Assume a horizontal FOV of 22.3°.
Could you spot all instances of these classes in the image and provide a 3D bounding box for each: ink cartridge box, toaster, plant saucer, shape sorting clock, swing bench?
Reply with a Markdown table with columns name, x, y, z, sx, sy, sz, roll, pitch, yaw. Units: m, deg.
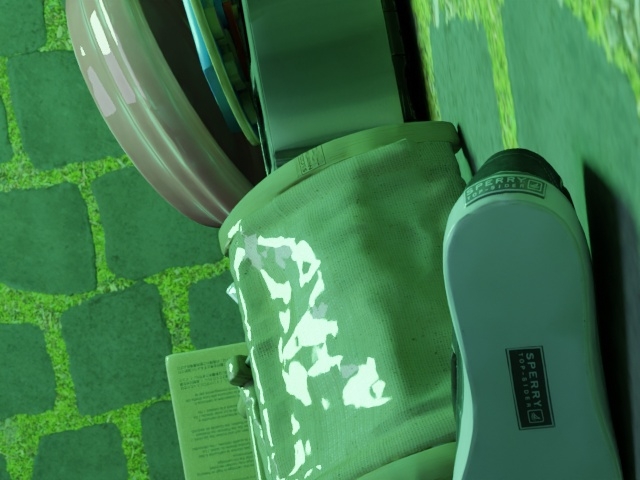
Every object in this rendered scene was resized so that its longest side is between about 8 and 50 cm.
| name | x | y | z | sx | sy | sz | roll | pitch | yaw |
| --- | --- | --- | --- | --- | --- | --- | --- | --- | --- |
| ink cartridge box | -0.053 | 0.211 | 1.925 | 0.088 | 0.235 | 0.193 | 109 | 151 | -83 |
| toaster | 0.006 | -0.122 | 1.152 | 0.185 | 0.110 | 0.168 | 125 | 134 | -84 |
| plant saucer | -0.112 | -0.140 | 1.397 | 0.332 | 0.084 | 0.332 | 53 | -160 | -29 |
| shape sorting clock | -0.079 | -0.172 | 1.251 | 0.206 | 0.040 | 0.206 | -18 | -90 | -90 |
| swing bench | 0.032 | 0.108 | 0.977 | 0.254 | 0.165 | 0.253 | 85 | 174 | -47 |

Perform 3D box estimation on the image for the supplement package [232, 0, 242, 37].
| name | x | y | z | sx | sy | sz | roll | pitch | yaw |
| --- | --- | --- | --- | --- | --- | --- | --- | --- | --- |
| supplement package | -0.030 | -0.249 | 1.365 | 0.179 | 0.105 | 0.105 | 85 | 172 | -55 |

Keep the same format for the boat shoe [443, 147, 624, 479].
| name | x | y | z | sx | sy | sz | roll | pitch | yaw |
| --- | --- | --- | --- | --- | --- | --- | --- | --- | --- |
| boat shoe | 0.090 | 0.065 | 0.718 | 0.076 | 0.080 | 0.228 | -71 | -27 | -61 |

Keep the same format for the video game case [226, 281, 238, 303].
| name | x | y | z | sx | sy | sz | roll | pitch | yaw |
| --- | --- | --- | --- | --- | --- | --- | --- | --- | --- |
| video game case | -0.021 | 0.104 | 1.806 | 0.143 | 0.019 | 0.157 | 44 | -169 | 22 |
